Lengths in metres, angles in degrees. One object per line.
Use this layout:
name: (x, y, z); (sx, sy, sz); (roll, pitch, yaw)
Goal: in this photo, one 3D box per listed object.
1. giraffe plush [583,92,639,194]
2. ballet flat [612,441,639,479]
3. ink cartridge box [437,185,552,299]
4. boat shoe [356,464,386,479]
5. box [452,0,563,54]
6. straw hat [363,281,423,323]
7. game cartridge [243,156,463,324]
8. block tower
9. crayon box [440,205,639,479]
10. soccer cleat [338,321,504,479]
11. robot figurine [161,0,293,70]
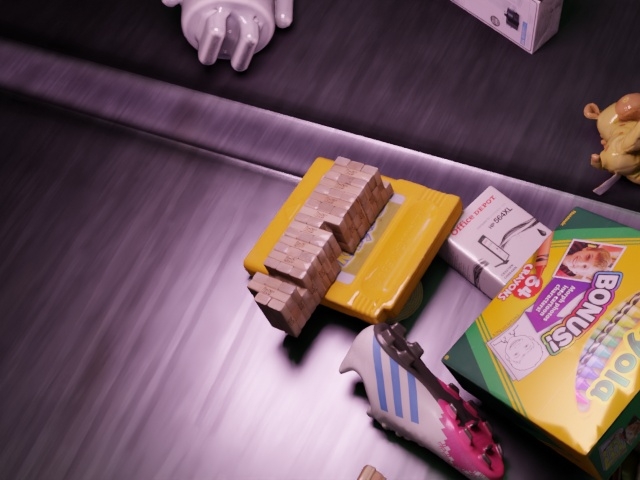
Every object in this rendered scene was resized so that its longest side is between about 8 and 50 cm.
giraffe plush: (0.600, -0.205, 1.753); (0.210, 0.181, 0.170); (-28, 43, 29)
ballet flat: (0.512, 0.361, 1.437); (0.116, 0.124, 0.342); (12, 62, 12)
ink cartridge box: (0.336, 0.020, 1.670); (0.148, 0.086, 0.203); (-42, 65, -17)
boat shoe: (0.063, 0.521, 1.399); (0.110, 0.121, 0.341); (13, 72, 7)
box: (0.375, -0.546, 1.947); (0.087, 0.169, 0.290); (-42, 66, -15)
straw hat: (0.116, 0.081, 1.671); (0.144, 0.061, 0.144); (-2, 61, 4)
game cartridge: (0.057, -0.008, 1.686); (0.324, 0.052, 0.285); (18, 63, 34)
block tower: (0.000, 0.000, 1.614); (0.091, 0.097, 0.335); (20, 63, 32)
crayon box: (0.424, 0.146, 1.439); (0.363, 0.106, 0.313); (-47, 38, -10)
soccer cleat: (0.166, 0.290, 1.533); (0.143, 0.116, 0.331); (-46, 75, 24)
robot figurine: (-0.199, -0.537, 1.974); (0.300, 0.200, 0.353); (9, 58, -22)
